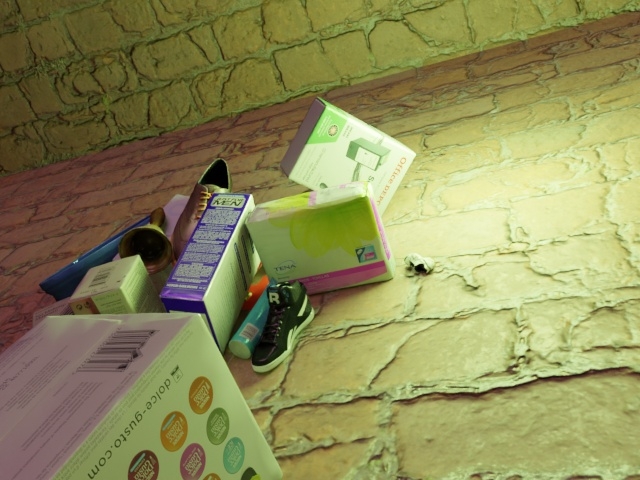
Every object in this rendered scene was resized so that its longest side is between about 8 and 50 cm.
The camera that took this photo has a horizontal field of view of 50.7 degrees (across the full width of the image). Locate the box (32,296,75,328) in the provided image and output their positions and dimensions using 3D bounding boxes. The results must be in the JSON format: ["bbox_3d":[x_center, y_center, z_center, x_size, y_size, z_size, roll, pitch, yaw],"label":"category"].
[{"bbox_3d":[-0.631,0.246,1.640,0.113,0.094,0.275,-26,26,-14],"label":"box"}]

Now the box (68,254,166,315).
[{"bbox_3d":[-0.422,0.174,1.473,0.126,0.233,0.149,-15,25,9],"label":"box"}]

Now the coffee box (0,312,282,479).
[{"bbox_3d":[-0.316,0.334,0.957,0.338,0.335,0.338,-5,30,32],"label":"coffee box"}]

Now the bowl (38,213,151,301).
[{"bbox_3d":[-0.606,0.046,1.927,0.391,0.077,0.391,-30,10,6],"label":"bowl"}]

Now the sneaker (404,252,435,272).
[{"bbox_3d":[0.215,0.052,1.509,0.083,0.032,0.037,9,37,46],"label":"sneaker"}]

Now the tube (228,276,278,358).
[{"bbox_3d":[-0.125,0.169,1.473,0.052,0.080,0.207,-27,18,41],"label":"tube"}]

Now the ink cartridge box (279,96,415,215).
[{"bbox_3d":[0.073,-0.212,1.775,0.211,0.289,0.121,-61,24,13],"label":"ink cartridge box"}]

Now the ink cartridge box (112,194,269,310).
[{"bbox_3d":[-0.285,0.022,1.735,0.384,0.091,0.308,9,39,21],"label":"ink cartridge box"}]

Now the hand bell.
[{"bbox_3d":[-0.418,-0.029,1.685,0.126,0.126,0.242,-17,27,4],"label":"hand bell"}]

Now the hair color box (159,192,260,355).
[{"bbox_3d":[-0.232,0.068,1.518,0.110,0.185,0.339,5,43,15],"label":"hair color box"}]

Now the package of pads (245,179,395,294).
[{"bbox_3d":[0.000,0.000,1.534,0.296,0.229,0.101,-13,26,14],"label":"package of pads"}]

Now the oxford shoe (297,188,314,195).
[{"bbox_3d":[-0.043,-0.053,1.820,0.130,0.123,0.348,-15,15,18],"label":"oxford shoe"}]

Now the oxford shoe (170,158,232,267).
[{"bbox_3d":[-0.297,-0.066,1.691,0.129,0.133,0.364,10,43,-6],"label":"oxford shoe"}]

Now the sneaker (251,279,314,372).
[{"bbox_3d":[-0.096,0.162,1.400,0.079,0.121,0.217,-4,29,31],"label":"sneaker"}]
